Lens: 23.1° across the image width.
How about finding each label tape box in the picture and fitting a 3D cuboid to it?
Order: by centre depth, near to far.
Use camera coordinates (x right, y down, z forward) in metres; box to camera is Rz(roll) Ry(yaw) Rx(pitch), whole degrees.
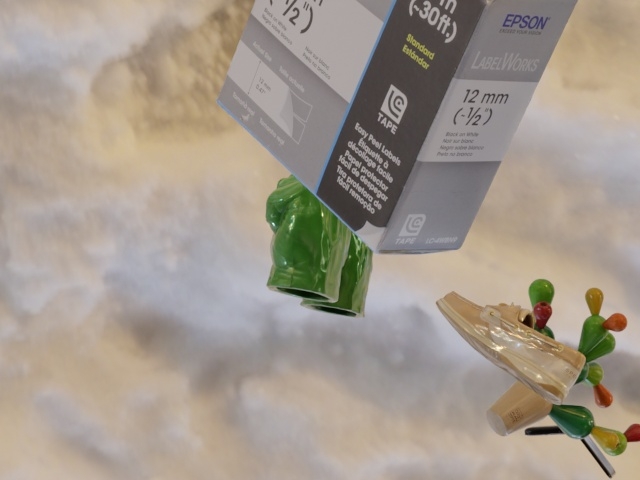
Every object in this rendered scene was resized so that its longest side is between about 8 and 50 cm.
[{"bbox_3d":[0.072,-0.199,1.280,0.115,0.249,0.347,-4,127,-40],"label":"label tape box"}]

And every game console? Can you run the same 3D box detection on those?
[{"bbox_3d":[0.325,0.275,2.033,0.107,0.122,0.071,-5,83,13],"label":"game console"}]

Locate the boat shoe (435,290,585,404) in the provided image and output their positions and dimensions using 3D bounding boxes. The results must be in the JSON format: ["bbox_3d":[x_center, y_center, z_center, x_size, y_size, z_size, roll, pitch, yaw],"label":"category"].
[{"bbox_3d":[0.182,0.090,1.483,0.059,0.170,0.063,-49,142,-6],"label":"boat shoe"}]

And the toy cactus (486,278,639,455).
[{"bbox_3d":[0.263,0.157,1.694,0.180,0.112,0.219,-31,109,-25],"label":"toy cactus"}]

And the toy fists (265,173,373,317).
[{"bbox_3d":[0.000,0.000,1.758,0.096,0.279,0.142,8,82,16],"label":"toy fists"}]
